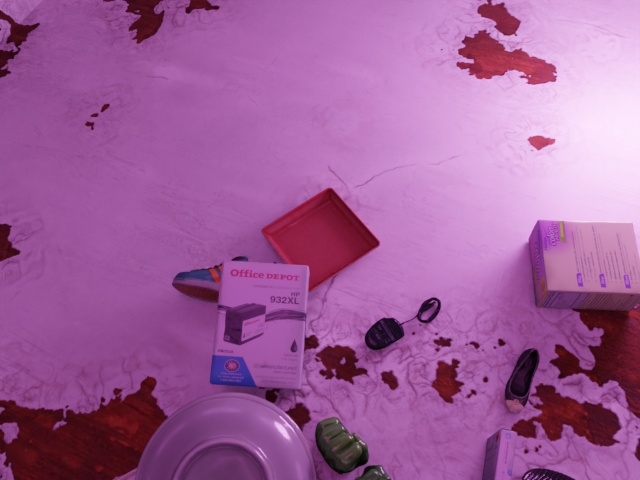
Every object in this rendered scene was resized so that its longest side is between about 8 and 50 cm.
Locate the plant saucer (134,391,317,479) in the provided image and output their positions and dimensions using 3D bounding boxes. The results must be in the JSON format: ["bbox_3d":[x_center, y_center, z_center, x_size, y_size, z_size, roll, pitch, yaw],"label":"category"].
[{"bbox_3d":[-0.205,0.530,1.155,0.401,0.100,0.399,1,74,-2],"label":"plant saucer"}]

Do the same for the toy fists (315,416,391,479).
[{"bbox_3d":[0.087,0.525,1.233,0.096,0.142,0.279,-34,63,-13],"label":"toy fists"}]

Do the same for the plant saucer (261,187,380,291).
[{"bbox_3d":[0.000,0.000,1.596,0.259,0.047,0.259,-33,62,-12],"label":"plant saucer"}]

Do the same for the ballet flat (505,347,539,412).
[{"bbox_3d":[0.498,0.343,1.345,0.058,0.049,0.173,19,64,17],"label":"ballet flat"}]

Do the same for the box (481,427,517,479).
[{"bbox_3d":[0.388,0.524,1.201,0.038,0.145,0.186,12,62,10],"label":"box"}]

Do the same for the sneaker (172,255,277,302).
[{"bbox_3d":[-0.260,0.105,1.536,0.303,0.108,0.120,5,60,0],"label":"sneaker"}]

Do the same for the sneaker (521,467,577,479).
[{"bbox_3d":[0.568,0.625,1.143,0.123,0.146,0.331,-18,31,-35],"label":"sneaker"}]

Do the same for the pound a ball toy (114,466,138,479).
[{"bbox_3d":[-0.353,0.608,1.261,0.319,0.136,0.208,-28,87,-10],"label":"pound a ball toy"}]

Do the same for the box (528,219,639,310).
[{"bbox_3d":[0.700,0.065,1.444,0.243,0.117,0.213,2,61,6],"label":"box"}]

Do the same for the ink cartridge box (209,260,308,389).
[{"bbox_3d":[-0.149,0.214,1.383,0.223,0.129,0.307,4,77,0],"label":"ink cartridge box"}]

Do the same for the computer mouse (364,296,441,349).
[{"bbox_3d":[0.223,0.222,1.457,0.242,0.041,0.071,-25,69,-16],"label":"computer mouse"}]
